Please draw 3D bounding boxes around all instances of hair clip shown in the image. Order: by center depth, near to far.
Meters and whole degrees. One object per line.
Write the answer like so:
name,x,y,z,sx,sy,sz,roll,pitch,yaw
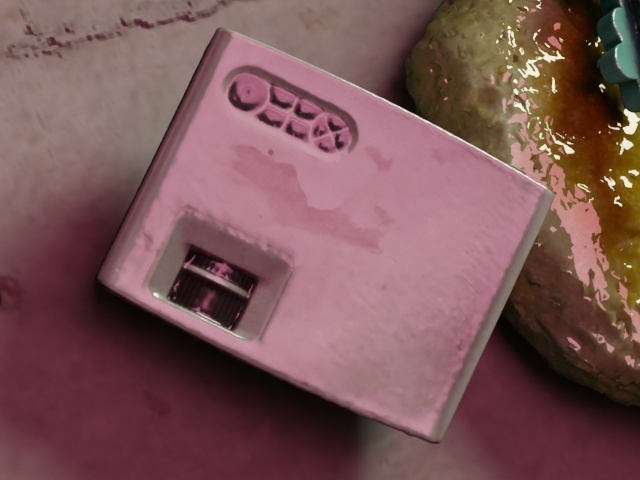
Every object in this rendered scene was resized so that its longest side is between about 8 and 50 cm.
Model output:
hair clip,0.130,-0.110,0.764,0.049,0.049,0.173,-3,69,-27

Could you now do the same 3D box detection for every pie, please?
pie,0.191,-0.049,0.840,0.323,0.070,0.323,10,68,-24

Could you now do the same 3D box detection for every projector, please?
projector,0.000,0.000,0.711,0.147,0.061,0.115,26,83,-7
